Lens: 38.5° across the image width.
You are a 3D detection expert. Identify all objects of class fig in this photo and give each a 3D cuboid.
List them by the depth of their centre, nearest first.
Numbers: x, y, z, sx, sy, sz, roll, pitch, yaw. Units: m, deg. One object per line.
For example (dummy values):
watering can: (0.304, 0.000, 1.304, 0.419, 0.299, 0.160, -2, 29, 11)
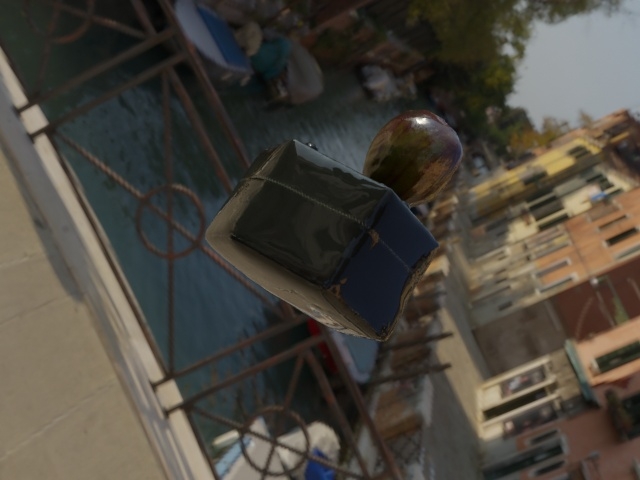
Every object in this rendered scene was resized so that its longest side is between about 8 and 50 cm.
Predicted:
fig: (0.093, -0.079, 1.062, 0.103, 0.154, 0.109, 47, 12, 12)

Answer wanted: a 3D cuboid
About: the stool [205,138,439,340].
stool: (0.000, 0.000, 0.985, 0.232, 0.141, 0.232, 30, -11, 6)
